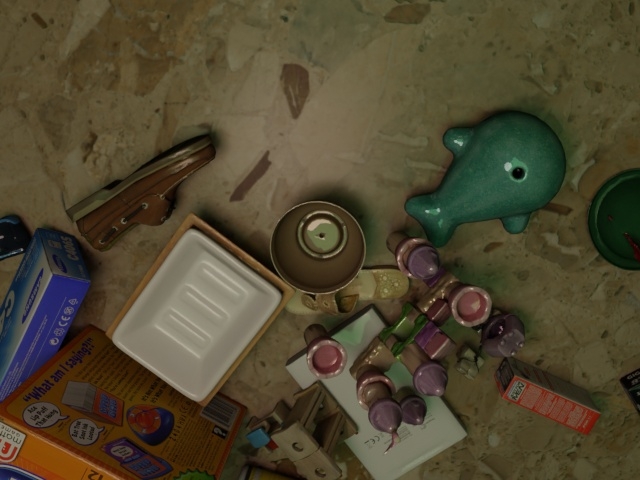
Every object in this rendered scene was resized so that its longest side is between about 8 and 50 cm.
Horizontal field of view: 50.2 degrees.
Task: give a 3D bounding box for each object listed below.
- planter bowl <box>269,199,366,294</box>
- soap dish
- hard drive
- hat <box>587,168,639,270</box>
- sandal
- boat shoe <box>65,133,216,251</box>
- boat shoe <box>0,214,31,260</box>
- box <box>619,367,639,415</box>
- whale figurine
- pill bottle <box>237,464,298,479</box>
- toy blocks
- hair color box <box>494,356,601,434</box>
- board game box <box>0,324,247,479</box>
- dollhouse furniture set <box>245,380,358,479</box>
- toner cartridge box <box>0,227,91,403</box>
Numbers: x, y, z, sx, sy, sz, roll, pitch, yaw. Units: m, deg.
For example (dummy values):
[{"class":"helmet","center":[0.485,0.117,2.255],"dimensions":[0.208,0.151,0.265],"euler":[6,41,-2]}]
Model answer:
[{"class":"planter bowl","center":[0.000,0.000,1.190],"dimensions":[0.161,0.109,0.162],"euler":[1,105,5]},{"class":"soap dish","center":[-0.215,0.123,1.236],"dimensions":[0.228,0.118,0.291],"euler":[37,105,-4]},{"class":"hard drive","center":[0.106,0.297,1.292],"dimensions":[0.203,0.040,0.308],"euler":[-35,98,12]},{"class":"hat","center":[0.550,-0.003,1.101],"dimensions":[0.172,0.183,0.209],"euler":[-30,100,11]},{"class":"sandal","center":[0.040,0.095,1.226],"dimensions":[0.239,0.079,0.088],"euler":[-10,103,8]},{"class":"boat shoe","center":[-0.298,-0.081,1.205],"dimensions":[0.307,0.111,0.105],"euler":[-25,105,21]},{"class":"boat shoe","center":[-0.654,0.055,1.266],"dimensions":[0.258,0.109,0.089],"euler":[-31,103,14]},{"class":"box","center":[0.685,0.276,1.229],"dimensions":[0.220,0.051,0.175],"euler":[-32,99,12]},{"class":"whale figurine","center":[0.272,-0.092,1.125],"dimensions":[0.272,0.141,0.216],"euler":[-34,99,13]},{"class":"pill bottle","center":[-0.079,0.513,1.331],"dimensions":[0.184,0.103,0.103],"euler":[17,105,1]},{"class":"toy blocks","center":[0.175,0.184,1.097],"dimensions":[0.309,0.260,0.289],"euler":[40,93,-16]},{"class":"hair color box","center":[0.406,0.278,1.233],"dimensions":[0.167,0.093,0.053],"euler":[25,105,-1]},{"class":"board game box","center":[-0.393,0.435,1.207],"dimensions":[0.356,0.356,0.357],"euler":[29,105,-2]},{"class":"dollhouse furniture set","center":[-0.049,0.377,1.257],"dimensions":[0.183,0.129,0.129],"euler":[-35,99,28]},{"class":"toner cartridge box","center":[-0.538,0.167,1.249],"dimensions":[0.075,0.165,0.348],"euler":[18,109,-39]}]
